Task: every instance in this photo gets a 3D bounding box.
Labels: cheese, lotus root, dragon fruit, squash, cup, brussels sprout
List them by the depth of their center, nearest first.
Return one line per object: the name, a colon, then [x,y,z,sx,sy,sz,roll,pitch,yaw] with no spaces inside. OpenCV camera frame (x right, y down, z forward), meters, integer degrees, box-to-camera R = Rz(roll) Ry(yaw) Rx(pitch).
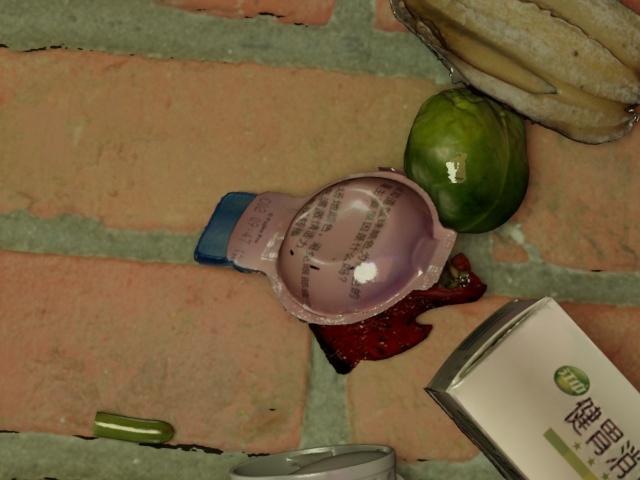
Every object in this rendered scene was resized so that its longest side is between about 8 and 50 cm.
cup: [0.029,0.311,1.325,0.221,0.167,0.202,-7,89,2]
cheese: [0.000,0.000,1.334,0.285,0.074,0.189,6,57,31]
lotus root: [0.194,-0.214,1.372,0.329,0.078,0.167,27,85,-22]
brussels sprout: [0.146,-0.081,1.372,0.117,0.155,0.155,-35,87,31]
dragon fruit: [0.080,0.068,1.377,0.192,0.092,0.123,-10,87,-3]
squash: [-0.195,0.198,1.393,0.083,0.027,0.028,9,86,-2]

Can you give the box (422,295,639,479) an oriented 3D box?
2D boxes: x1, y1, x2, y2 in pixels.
box: [0.269,0.221,1.332,0.145,0.173,0.333,-42,88,-3]
